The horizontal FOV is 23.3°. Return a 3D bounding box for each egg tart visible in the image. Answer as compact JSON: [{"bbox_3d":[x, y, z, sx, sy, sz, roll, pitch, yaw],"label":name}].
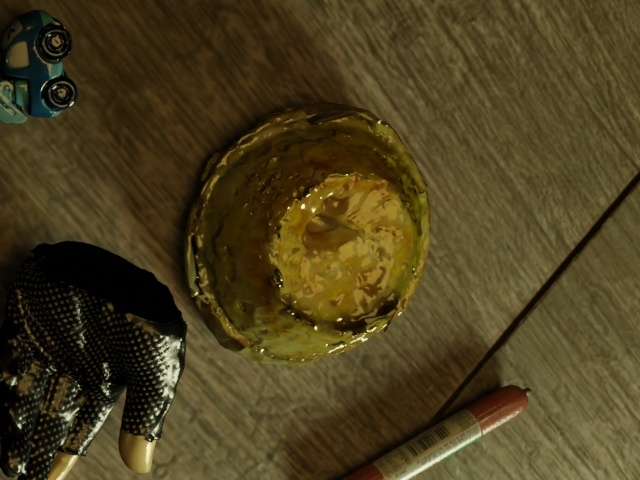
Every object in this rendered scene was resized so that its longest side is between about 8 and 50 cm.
[{"bbox_3d":[0.001,-0.001,1.168,0.212,0.090,0.213,-4,99,-27],"label":"egg tart"}]

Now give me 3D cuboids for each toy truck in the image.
[{"bbox_3d":[-0.212,-0.117,1.040,0.090,0.056,0.073,-7,108,-17],"label":"toy truck"}]

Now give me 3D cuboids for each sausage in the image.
[{"bbox_3d":[0.089,0.173,1.280,0.223,0.029,0.029,-26,111,-25],"label":"sausage"}]

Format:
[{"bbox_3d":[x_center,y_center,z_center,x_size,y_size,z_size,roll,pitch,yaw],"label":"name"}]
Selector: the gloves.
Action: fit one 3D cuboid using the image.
[{"bbox_3d":[-0.175,0.102,1.084,0.129,0.106,0.181,13,118,-33],"label":"gloves"}]
